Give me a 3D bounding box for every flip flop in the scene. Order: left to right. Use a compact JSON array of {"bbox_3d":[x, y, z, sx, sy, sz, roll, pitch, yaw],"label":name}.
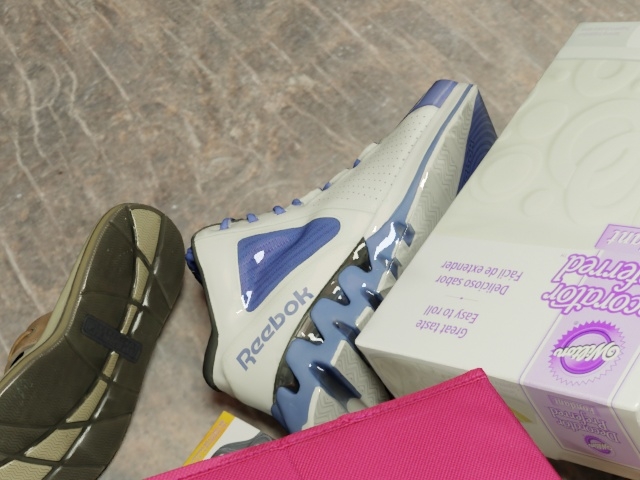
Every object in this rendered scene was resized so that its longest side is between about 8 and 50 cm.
[{"bbox_3d":[-0.198,0.092,1.077,0.080,0.112,0.277,-11,49,49],"label":"flip flop"}]

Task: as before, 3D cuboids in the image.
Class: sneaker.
[{"bbox_3d":[-0.001,0.001,1.037,0.182,0.127,0.315,17,64,30],"label":"sneaker"}]

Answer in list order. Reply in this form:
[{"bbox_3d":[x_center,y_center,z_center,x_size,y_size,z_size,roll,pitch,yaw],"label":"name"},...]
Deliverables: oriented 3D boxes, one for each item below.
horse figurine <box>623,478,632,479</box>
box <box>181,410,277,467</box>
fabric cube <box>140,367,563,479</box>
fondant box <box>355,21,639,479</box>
[{"bbox_3d":[0.238,0.230,0.803,0.174,0.066,0.263,-23,50,-1],"label":"horse figurine"},{"bbox_3d":[-0.041,0.186,0.979,0.136,0.028,0.081,22,65,36],"label":"box"},{"bbox_3d":[0.028,0.268,0.695,0.259,0.254,0.258,-16,45,-21],"label":"fabric cube"},{"bbox_3d":[0.211,-0.008,0.929,0.238,0.096,0.330,9,55,48],"label":"fondant box"}]
